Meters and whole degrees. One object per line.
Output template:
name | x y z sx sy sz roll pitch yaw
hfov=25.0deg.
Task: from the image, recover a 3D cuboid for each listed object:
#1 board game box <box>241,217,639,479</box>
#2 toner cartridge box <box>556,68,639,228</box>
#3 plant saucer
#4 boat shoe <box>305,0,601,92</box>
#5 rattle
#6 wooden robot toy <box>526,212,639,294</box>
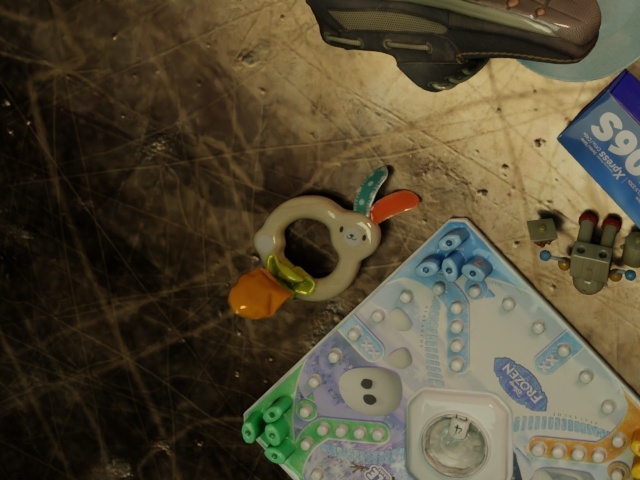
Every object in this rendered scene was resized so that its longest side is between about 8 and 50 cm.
board game box | 0.155 0.237 1.672 0.390 0.050 0.390 46 112 2
toner cartridge box | 0.393 -0.015 1.467 0.348 0.165 0.075 48 114 2
plant saucer | 0.270 -0.264 1.511 0.195 0.037 0.195 4 105 16
boat shoe | 0.134 -0.230 1.500 0.355 0.132 0.130 23 133 37
rattle | 0.000 0.000 1.619 0.200 0.143 0.130 -23 77 28
wooden robot toy | 0.305 0.026 1.573 0.173 0.076 0.079 14 143 14
